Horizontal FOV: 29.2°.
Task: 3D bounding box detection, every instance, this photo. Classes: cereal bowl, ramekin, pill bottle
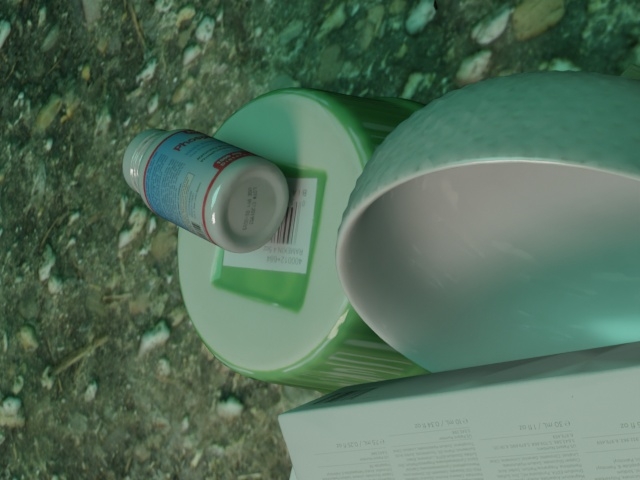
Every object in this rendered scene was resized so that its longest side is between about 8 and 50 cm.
[{"bbox_3d":[0.188,-0.005,0.876,0.339,0.339,0.141,-17,45,42],"label":"cereal bowl"},{"bbox_3d":[0.000,0.000,1.164,0.303,0.148,0.303,-10,76,44],"label":"ramekin"},{"bbox_3d":[-0.109,-0.052,1.113,0.160,0.087,0.087,25,100,44],"label":"pill bottle"}]

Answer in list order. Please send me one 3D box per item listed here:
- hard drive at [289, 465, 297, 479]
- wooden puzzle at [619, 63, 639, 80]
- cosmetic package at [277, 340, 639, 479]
[{"bbox_3d":[0.085,0.351,1.091,0.353,0.047,0.233,16,95,45],"label":"hard drive"},{"bbox_3d":[0.252,-0.109,0.998,0.116,0.014,0.078,-47,29,9],"label":"wooden puzzle"},{"bbox_3d":[0.165,0.228,0.877,0.377,0.097,0.284,-14,91,42],"label":"cosmetic package"}]
